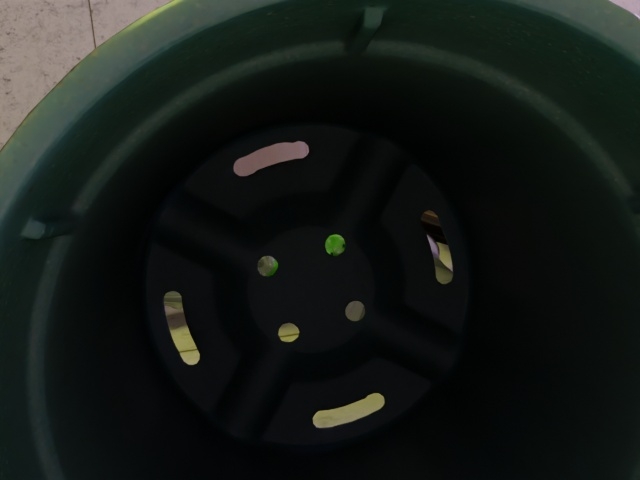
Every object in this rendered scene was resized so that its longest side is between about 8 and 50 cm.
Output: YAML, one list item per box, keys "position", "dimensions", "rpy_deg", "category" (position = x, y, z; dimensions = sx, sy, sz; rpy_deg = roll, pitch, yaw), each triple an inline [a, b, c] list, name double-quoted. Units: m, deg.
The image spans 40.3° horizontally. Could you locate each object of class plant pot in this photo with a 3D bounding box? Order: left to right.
- position: [0.010, 0.051, 0.478]
  dimensions: [0.341, 0.341, 0.334]
  rpy_deg: [-13, 8, -6]
  category: "plant pot"

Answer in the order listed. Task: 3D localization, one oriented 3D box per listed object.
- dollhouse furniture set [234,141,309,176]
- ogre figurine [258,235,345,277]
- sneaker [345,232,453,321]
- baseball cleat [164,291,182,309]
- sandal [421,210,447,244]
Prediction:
- position: [-0.183, -0.094, 1.212]
  dimensions: [0.286, 0.198, 0.303]
  rpy_deg: [-21, 30, -29]
  category: "dollhouse furniture set"
- position: [0.004, 0.020, 0.950]
  dimensions: [0.197, 0.097, 0.118]
  rpy_deg: [2, -19, 3]
  category: "ogre figurine"
- position: [0.094, 0.053, 0.840]
  dimensions: [0.121, 0.099, 0.262]
  rpy_deg: [21, 16, 14]
  category: "sneaker"
- position: [-0.187, 0.027, 1.007]
  dimensions: [0.206, 0.109, 0.072]
  rpy_deg: [-1, 6, -3]
  category: "baseball cleat"
- position: [0.170, -0.027, 0.945]
  dimensions: [0.219, 0.060, 0.090]
  rpy_deg: [9, -12, 9]
  category: "sandal"
